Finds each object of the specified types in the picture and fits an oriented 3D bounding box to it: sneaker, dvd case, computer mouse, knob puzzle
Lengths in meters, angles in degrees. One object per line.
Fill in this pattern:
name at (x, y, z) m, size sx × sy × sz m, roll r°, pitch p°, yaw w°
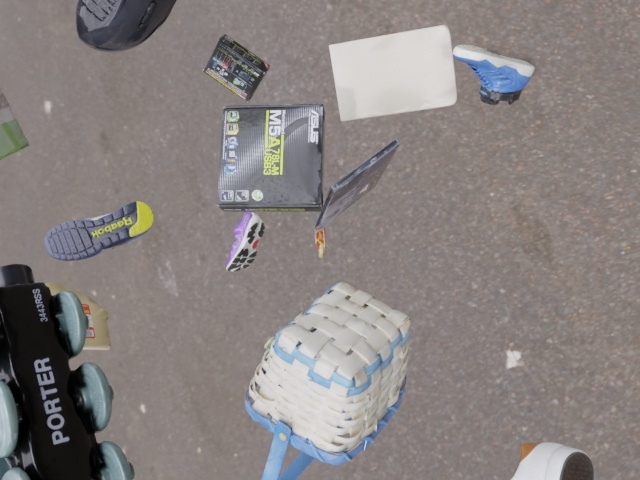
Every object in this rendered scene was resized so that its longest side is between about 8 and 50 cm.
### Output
sneaker at (-0.194, 0.003, 1.650) m, size 0.071 × 0.068 × 0.170 m, roll 44°, pitch 115°, yaw 38°
dvd case at (0.066, -0.101, 1.280) m, size 0.018 × 0.164 × 0.221 m, roll 49°, pitch 161°, yaw 8°
computer mouse at (-0.097, -0.215, 0.475) m, size 0.242 × 0.071 × 0.041 m, roll -36°, pitch 70°, yaw 30°
knob puzzle at (-0.497, 0.146, 1.230) m, size 0.213 × 0.213 × 0.030 m, roll 41°, pitch 121°, yaw 36°
sneaker at (-0.288, -0.008, 0.864) m, size 0.059 × 0.144 × 0.053 m, roll 166°, pitch 87°, yaw -82°
sneaker at (0.294, 0.429, 0.922) m, size 0.123 × 0.105 × 0.290 m, roll -7°, pitch 57°, yaw 61°
sneaker at (0.282, -0.275, 1.111) m, size 0.058 × 0.152 × 0.085 m, roll -116°, pitch 40°, yaw -54°

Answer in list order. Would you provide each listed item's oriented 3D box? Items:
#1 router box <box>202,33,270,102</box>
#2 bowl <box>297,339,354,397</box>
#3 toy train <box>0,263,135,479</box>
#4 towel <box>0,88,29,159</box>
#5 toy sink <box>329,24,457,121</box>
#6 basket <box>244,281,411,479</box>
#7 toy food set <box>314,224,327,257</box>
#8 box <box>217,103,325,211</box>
router box at (-0.183, -0.375, 1.427) m, size 0.122 × 0.038 × 0.092 m, roll 34°, pitch 132°, yaw -9°
bowl at (-0.001, 0.267, 1.416) m, size 0.170 × 0.170 × 0.080 m, roll 40°, pitch 159°, yaw 36°
toy train at (-0.316, 0.198, 0.711) m, size 0.190 × 0.142 × 0.334 m, roll -37°, pitch 68°, yaw 41°
towel at (-0.331, -0.142, 0.599) m, size 0.023 × 0.113 × 0.152 m, roll -14°, pitch 111°, yaw 18°
toy sink at (0.152, -0.339, 1.317) m, size 0.234 × 0.131 × 0.153 m, roll -7°, pitch 107°, yaw 15°
basket at (0.013, 0.224, 0.977) m, size 0.201 × 0.254 × 0.289 m, roll 24°, pitch 123°, yaw 24°
toy food set at (0.000, 0.000, 1.570) m, size 0.082 × 0.020 × 0.083 m, roll -148°, pitch 55°, yaw -79°
box at (-0.084, -0.145, 1.158) m, size 0.184 × 0.045 × 0.191 m, roll 1°, pitch 79°, yaw 8°
